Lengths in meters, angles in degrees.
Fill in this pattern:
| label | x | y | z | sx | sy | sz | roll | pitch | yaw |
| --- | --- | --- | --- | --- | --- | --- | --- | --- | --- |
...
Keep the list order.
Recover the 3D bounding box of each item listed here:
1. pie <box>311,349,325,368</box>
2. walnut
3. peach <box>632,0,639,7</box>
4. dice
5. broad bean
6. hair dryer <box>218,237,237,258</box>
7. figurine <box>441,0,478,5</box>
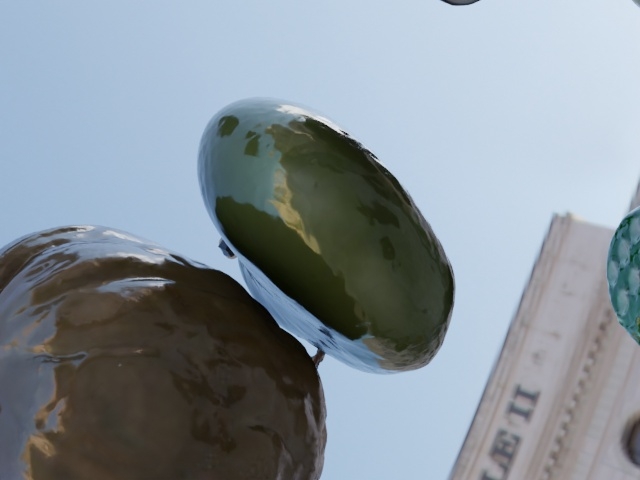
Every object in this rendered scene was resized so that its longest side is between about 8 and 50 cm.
| label | x | y | z | sx | sy | sz | roll | pitch | yaw |
| --- | --- | --- | --- | --- | --- | --- | --- | --- | --- |
| pie | -0.053 | 0.220 | 1.483 | 0.191 | 0.033 | 0.088 | -48 | -25 | -3 |
| walnut | -0.143 | 0.128 | 0.750 | 0.285 | 0.296 | 0.285 | 12 | -106 | -52 |
| peach | 0.518 | -0.468 | 1.529 | 0.314 | 0.281 | 0.315 | 34 | -145 | -52 |
| dice | 0.387 | 0.036 | 1.172 | 0.120 | 0.131 | 0.128 | 5 | -40 | -8 |
| broad bean | -0.001 | 0.000 | 0.803 | 0.119 | 0.291 | 0.238 | -38 | -93 | -9 |
| hair dryer | -0.063 | -0.022 | 1.561 | 0.236 | 0.073 | 0.131 | -38 | -46 | -49 |
| figurine | 0.123 | -0.374 | 0.951 | 0.323 | 0.231 | 0.340 | 53 | -153 | -28 |
